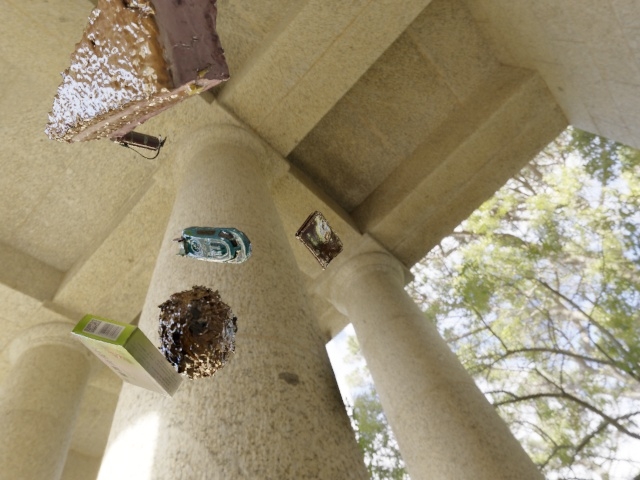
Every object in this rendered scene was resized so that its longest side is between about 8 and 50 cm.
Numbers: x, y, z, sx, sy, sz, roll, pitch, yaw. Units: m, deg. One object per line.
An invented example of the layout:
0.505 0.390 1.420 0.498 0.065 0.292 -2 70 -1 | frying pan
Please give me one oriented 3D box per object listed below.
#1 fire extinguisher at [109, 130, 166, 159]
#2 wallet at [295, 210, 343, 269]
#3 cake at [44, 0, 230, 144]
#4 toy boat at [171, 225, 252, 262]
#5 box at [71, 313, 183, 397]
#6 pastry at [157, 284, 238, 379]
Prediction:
-0.501 -0.270 1.155 0.157 0.045 0.078 2 -83 -56 | fire extinguisher
0.000 0.000 1.098 0.095 0.026 0.176 -52 -41 -10 | wallet
-0.220 -0.174 0.486 0.295 0.116 0.112 -21 -87 40 | cake
-0.382 0.026 1.450 0.299 0.092 0.134 3 -68 30 | toy boat
-0.489 0.301 1.070 0.175 0.062 0.260 7 -42 23 | box
-0.346 0.259 1.199 0.193 0.275 0.274 -10 -52 -51 | pastry
